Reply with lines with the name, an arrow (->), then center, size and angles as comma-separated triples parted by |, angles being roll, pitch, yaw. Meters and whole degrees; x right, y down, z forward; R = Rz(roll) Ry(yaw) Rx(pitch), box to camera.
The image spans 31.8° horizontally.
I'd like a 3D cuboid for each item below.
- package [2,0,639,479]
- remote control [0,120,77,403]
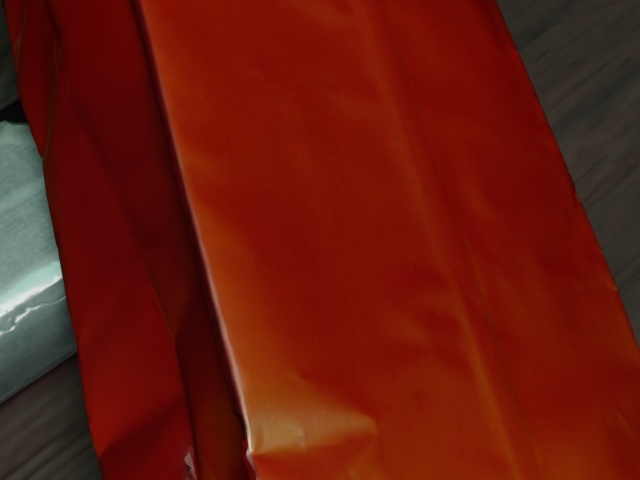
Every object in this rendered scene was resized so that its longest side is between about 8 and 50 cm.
package -> -0.001, -0.001, 0.429 | 0.195, 0.123, 0.424 | 1, 63, -34
remote control -> -0.176, 0.034, 0.452 | 0.247, 0.052, 0.104 | -35, 70, -21
